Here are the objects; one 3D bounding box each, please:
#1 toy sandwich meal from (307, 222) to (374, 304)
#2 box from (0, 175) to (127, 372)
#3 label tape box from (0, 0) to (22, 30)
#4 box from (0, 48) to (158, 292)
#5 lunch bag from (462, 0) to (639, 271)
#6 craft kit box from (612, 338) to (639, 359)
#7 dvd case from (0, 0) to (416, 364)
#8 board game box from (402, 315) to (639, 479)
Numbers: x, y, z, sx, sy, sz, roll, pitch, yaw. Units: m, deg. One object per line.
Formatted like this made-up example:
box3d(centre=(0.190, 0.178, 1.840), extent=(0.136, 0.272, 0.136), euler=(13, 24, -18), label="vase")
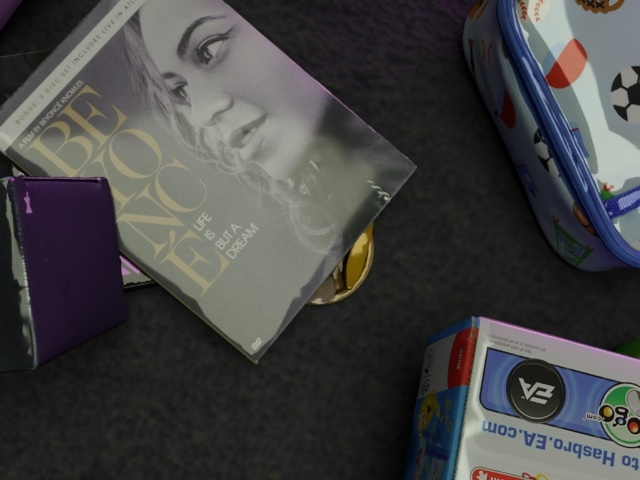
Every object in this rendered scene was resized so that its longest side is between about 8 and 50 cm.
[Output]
box3d(centre=(0.000, 0.000, 0.651), extent=(0.085, 0.029, 0.086), euler=(2, 81, -10), label="toy sandwich meal")
box3d(centre=(-0.202, 0.019, 0.525), extent=(0.158, 0.156, 0.093), euler=(-7, 93, 5), label="box")
box3d(centre=(-0.319, -0.181, 0.563), extent=(0.249, 0.115, 0.348), euler=(40, 38, -2), label="label tape box")
box3d(centre=(-0.138, -0.046, 0.635), extent=(0.116, 0.029, 0.162), euler=(-11, 82, -12), label="box")
box3d(centre=(0.267, -0.118, 0.678), extent=(0.303, 0.115, 0.243), euler=(-25, 88, -12), label="lunch bag")
box3d(centre=(0.228, 0.234, 0.631), extent=(0.250, 0.061, 0.247), euler=(42, 68, -1), label="craft kit box")
box3d(centre=(-0.073, -0.056, 0.623), extent=(0.221, 0.018, 0.164), euler=(40, 78, -1), label="dvd case")
box3d(centre=(0.186, 0.228, 0.549), extent=(0.308, 0.086, 0.302), euler=(16, 73, -10), label="board game box")
